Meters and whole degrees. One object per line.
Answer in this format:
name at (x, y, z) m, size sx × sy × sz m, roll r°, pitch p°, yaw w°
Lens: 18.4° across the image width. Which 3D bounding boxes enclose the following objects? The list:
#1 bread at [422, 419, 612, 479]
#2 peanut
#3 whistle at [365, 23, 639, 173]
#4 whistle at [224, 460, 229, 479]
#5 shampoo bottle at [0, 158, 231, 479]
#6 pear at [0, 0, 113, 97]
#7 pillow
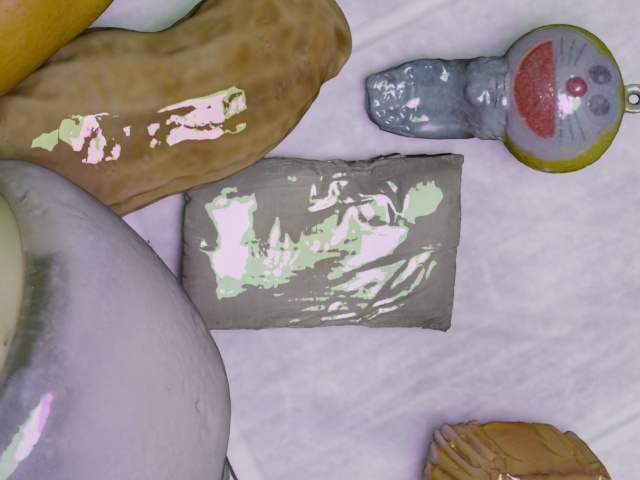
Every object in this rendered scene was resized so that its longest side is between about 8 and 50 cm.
bread at (0.151, 0.292, 1.594) m, size 0.152 × 0.119 × 0.288 m, roll 2°, pitch 97°, yaw -18°
peanut at (-0.116, -0.105, 1.469) m, size 0.305 × 0.147 × 0.147 m, roll -20°, pitch 101°, yaw -11°
whistle at (0.147, -0.112, 1.552) m, size 0.223 × 0.123 × 0.123 m, roll 1°, pitch 97°, yaw 0°
whistle at (-0.126, 0.146, 1.518) m, size 0.110 × 0.092 × 0.244 m, roll -13°, pitch 101°, yaw -2°
shampoo bottle at (-0.233, 0.108, 1.320) m, size 0.317 × 0.322 × 0.322 m, roll 32°, pitch 88°, yaw -40°
pear at (-0.279, -0.220, 1.366) m, size 0.336 × 0.285 × 0.285 m, roll 5°, pitch 97°, yaw -54°
pillow at (0.000, 0.000, 1.557) m, size 0.229 × 0.050 × 0.148 m, roll 0°, pitch 91°, yaw -11°
